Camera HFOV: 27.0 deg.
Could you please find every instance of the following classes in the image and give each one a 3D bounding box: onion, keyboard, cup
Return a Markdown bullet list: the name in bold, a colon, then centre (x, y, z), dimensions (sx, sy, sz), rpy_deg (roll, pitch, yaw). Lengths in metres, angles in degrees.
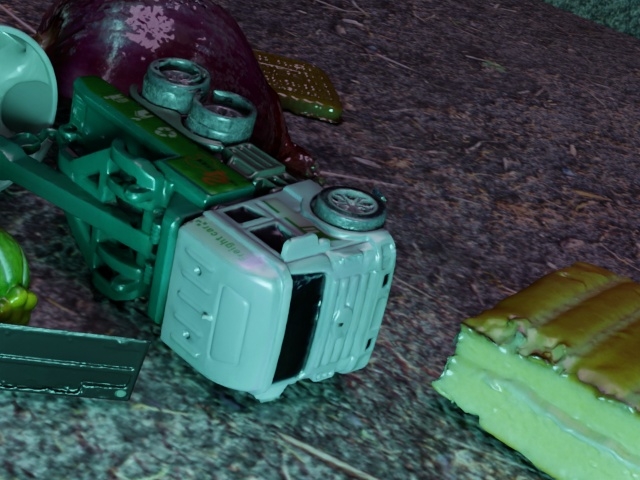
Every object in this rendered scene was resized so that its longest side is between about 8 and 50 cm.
- **onion**: centre (-0.134, -0.180, 1.405), dimensions (0.349, 0.159, 0.267), rpy_deg (16, 9, -26)
- **keyboard**: centre (-0.220, 0.081, 0.918), dimensions (0.198, 0.063, 0.010), rpy_deg (9, 35, -22)
- **cup**: centre (-0.358, -0.129, 1.217), dimensions (0.167, 0.221, 0.202), rpy_deg (-40, 51, -24)

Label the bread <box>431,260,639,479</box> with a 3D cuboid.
- **bread**: centre (0.252, 0.125, 1.127), dimensions (0.239, 0.111, 0.246), rpy_deg (28, 27, 27)

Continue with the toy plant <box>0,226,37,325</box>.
- **toy plant**: centre (-0.276, 0.011, 0.984), dimensions (0.162, 0.092, 0.093), rpy_deg (36, 27, 22)

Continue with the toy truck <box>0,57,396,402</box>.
- **toy truck**: centre (-0.112, -0.015, 1.104), dimensions (0.363, 0.176, 0.178), rpy_deg (33, 35, 32)

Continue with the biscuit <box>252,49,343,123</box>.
- **biscuit**: centre (-0.095, -0.220, 1.743), dimensions (0.255, 0.029, 0.172), rpy_deg (13, 23, -16)
